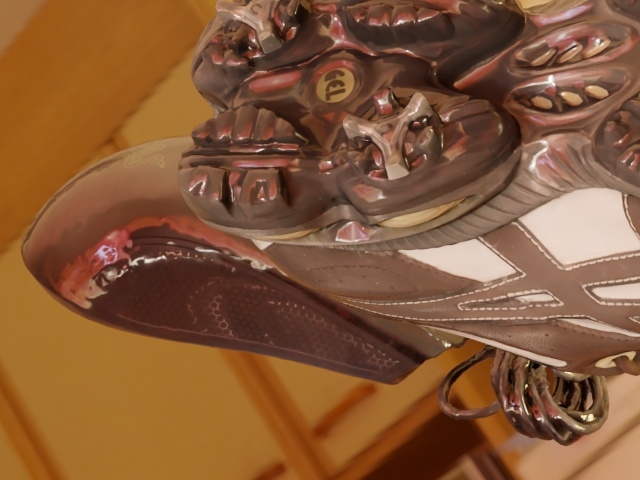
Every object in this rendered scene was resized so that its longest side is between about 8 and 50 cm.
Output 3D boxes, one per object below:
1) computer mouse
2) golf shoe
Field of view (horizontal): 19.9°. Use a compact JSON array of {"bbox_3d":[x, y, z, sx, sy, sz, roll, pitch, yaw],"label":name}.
[{"bbox_3d":[0.000,0.000,0.836,0.188,0.272,0.072,-80,0,-63],"label":"computer mouse"},{"bbox_3d":[0.073,-0.015,0.361,0.198,0.077,0.094,4,-27,25],"label":"golf shoe"}]
